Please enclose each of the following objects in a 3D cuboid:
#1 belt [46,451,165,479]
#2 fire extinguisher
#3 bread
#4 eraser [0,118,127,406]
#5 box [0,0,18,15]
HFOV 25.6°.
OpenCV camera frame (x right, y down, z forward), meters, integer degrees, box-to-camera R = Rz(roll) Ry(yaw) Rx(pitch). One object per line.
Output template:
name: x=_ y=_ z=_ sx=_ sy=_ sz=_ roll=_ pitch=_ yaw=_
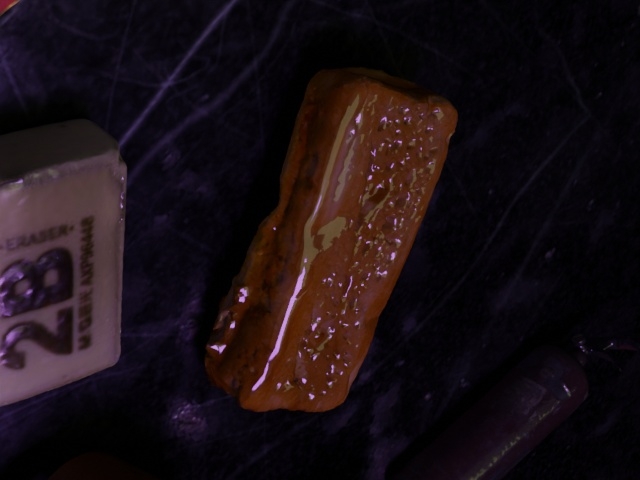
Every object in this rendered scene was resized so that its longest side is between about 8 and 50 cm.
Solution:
belt: x=-0.151 y=0.284 z=1.063 sx=0.184 sy=0.105 sz=0.261 roll=-42 pitch=143 yaw=-47
fire extinguisher: x=0.189 y=0.174 z=1.355 sx=0.267 sy=0.089 sz=0.072 roll=-39 pitch=116 yaw=-17
bread: x=0.001 y=0.001 z=1.069 sx=0.139 sy=0.077 sz=0.271 roll=7 pitch=110 yaw=-41
eraser: x=-0.187 y=0.016 z=0.915 sx=0.117 sy=0.058 sz=0.172 roll=-17 pitch=127 yaw=-36
box: x=-0.201 y=-0.189 z=0.790 sx=0.090 sy=0.023 sz=0.133 roll=-40 pitch=137 yaw=-14
